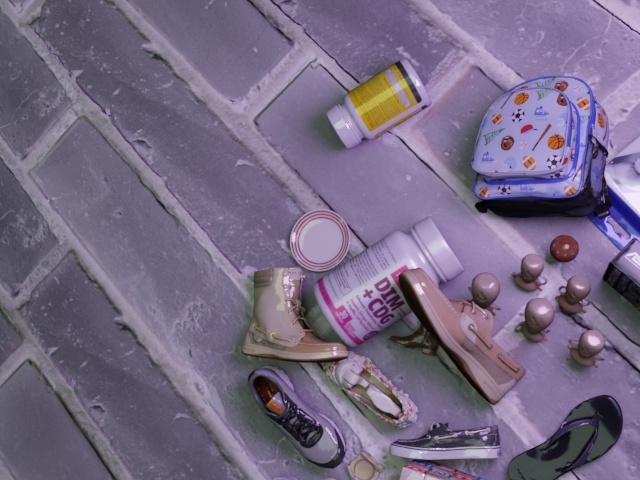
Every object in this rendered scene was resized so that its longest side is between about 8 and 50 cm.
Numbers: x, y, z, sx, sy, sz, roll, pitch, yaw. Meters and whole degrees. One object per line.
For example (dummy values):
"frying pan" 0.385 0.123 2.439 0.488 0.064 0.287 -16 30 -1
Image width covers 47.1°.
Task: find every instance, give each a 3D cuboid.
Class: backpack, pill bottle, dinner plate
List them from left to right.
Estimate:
"dinner plate" 0.000 0.000 1.642 0.141 0.017 0.141 -3 79 16
"pill bottle" 0.125 -0.294 1.601 0.208 0.119 0.119 -30 73 10
"pill bottle" 0.140 0.081 1.506 0.283 0.160 0.160 -34 72 9
"backpack" 0.429 -0.189 1.434 0.276 0.213 0.263 4 66 35

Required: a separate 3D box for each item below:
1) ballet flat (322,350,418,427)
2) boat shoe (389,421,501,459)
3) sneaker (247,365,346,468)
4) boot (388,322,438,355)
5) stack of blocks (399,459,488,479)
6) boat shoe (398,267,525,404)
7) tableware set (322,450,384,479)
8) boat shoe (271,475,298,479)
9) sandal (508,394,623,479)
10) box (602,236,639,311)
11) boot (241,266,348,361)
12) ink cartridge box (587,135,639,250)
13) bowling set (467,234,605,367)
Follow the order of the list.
"ballet flat" 0.098 0.301 1.525 0.241 0.077 0.091 31 91 20
"boat shoe" 0.246 0.398 1.465 0.219 0.078 0.070 -4 80 9
"sneaker" -0.060 0.375 1.546 0.271 0.108 0.100 42 92 18
"boot" 0.206 0.173 1.535 0.106 0.037 0.114 15 88 6
"stack of blocks" 0.300 0.502 1.375 0.297 0.171 0.087 13 85 19
"boat shoe" 0.274 0.166 1.416 0.110 0.121 0.341 -40 112 -2
"tableware set" 0.075 0.534 1.520 0.168 0.020 0.141 -39 71 8
"boat shoe" -0.056 0.599 1.444 0.118 0.103 0.320 -15 42 3
"sandal" 0.474 0.396 1.401 0.254 0.054 0.097 -42 71 6
"box" 0.609 0.105 1.298 0.060 0.270 0.216 -47 70 6
"boot" -0.050 0.157 1.573 0.262 0.095 0.203 -1 77 37
"ink cartridge box" 0.651 -0.082 1.437 0.224 0.045 0.223 -42 71 6
"bowling set" 0.453 0.104 1.434 0.287 0.154 0.200 32 72 21
